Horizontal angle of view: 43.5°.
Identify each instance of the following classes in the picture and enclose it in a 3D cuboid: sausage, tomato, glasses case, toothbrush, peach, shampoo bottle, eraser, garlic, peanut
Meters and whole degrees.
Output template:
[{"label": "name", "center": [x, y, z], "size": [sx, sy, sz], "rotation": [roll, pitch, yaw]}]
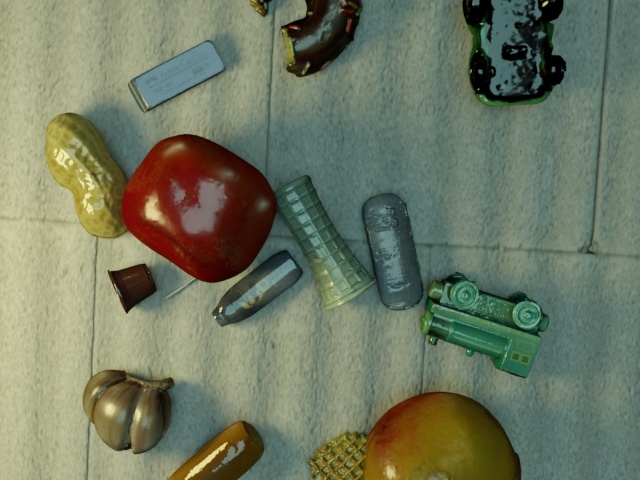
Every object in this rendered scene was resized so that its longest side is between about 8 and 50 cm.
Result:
[{"label": "sausage", "center": [-0.276, 0.561, 1.901], "size": [0.328, 0.112, 0.112], "rotation": [-41, 94, 2]}, {"label": "tomato", "center": [-0.264, -0.071, 1.770], "size": [0.325, 0.290, 0.293], "rotation": [39, 91, 2]}, {"label": "glasses case", "center": [0.172, 0.027, 1.906], "size": [0.109, 0.067, 0.283], "rotation": [-12, 92, 0]}, {"label": "toothbrush", "center": [-0.305, 0.090, 1.916], "size": [0.162, 0.014, 0.017], "rotation": [-34, 75, 0]}, {"label": "peach", "center": [0.277, 0.524, 1.824], "size": [0.372, 0.290, 0.373], "rotation": [2, 56, -3]}, {"label": "shampoo bottle", "center": [-0.153, 0.119, 1.905], "size": [0.233, 0.049, 0.087], "rotation": [-36, 92, 0]}, {"label": "eraser", "center": [-0.338, -0.383, 1.875], "size": [0.225, 0.036, 0.082], "rotation": [-27, 96, -1]}, {"label": "garlic", "center": [-0.453, 0.397, 1.854], "size": [0.214, 0.160, 0.191], "rotation": [15, 88, -6]}, {"label": "peanut", "center": [-0.530, -0.146, 1.838], "size": [0.147, 0.147, 0.306], "rotation": [-30, 99, -1]}]

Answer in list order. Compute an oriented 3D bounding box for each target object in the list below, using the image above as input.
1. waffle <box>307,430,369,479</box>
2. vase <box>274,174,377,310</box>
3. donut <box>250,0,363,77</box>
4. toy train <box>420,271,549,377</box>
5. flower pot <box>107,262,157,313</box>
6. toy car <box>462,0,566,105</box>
[{"label": "waffle", "center": [0.066, 0.554, 1.944], "size": [0.191, 0.038, 0.191], "rotation": [0, 91, -1]}, {"label": "vase", "center": [0.000, 0.000, 1.866], "size": [0.143, 0.143, 0.299], "rotation": [-30, 92, -1]}, {"label": "donut", "center": [-0.040, -0.568, 1.832], "size": [0.259, 0.136, 0.345], "rotation": [-33, 96, 3]}, {"label": "toy train", "center": [0.385, 0.197, 1.902], "size": [0.298, 0.120, 0.194], "rotation": [18, 97, -3]}, {"label": "flower pot", "center": [-0.435, 0.103, 1.874], "size": [0.089, 0.111, 0.111], "rotation": [-24, 94, -16]}, {"label": "toy car", "center": [0.433, -0.489, 1.841], "size": [0.213, 0.176, 0.359], "rotation": [-4, 97, -2]}]
